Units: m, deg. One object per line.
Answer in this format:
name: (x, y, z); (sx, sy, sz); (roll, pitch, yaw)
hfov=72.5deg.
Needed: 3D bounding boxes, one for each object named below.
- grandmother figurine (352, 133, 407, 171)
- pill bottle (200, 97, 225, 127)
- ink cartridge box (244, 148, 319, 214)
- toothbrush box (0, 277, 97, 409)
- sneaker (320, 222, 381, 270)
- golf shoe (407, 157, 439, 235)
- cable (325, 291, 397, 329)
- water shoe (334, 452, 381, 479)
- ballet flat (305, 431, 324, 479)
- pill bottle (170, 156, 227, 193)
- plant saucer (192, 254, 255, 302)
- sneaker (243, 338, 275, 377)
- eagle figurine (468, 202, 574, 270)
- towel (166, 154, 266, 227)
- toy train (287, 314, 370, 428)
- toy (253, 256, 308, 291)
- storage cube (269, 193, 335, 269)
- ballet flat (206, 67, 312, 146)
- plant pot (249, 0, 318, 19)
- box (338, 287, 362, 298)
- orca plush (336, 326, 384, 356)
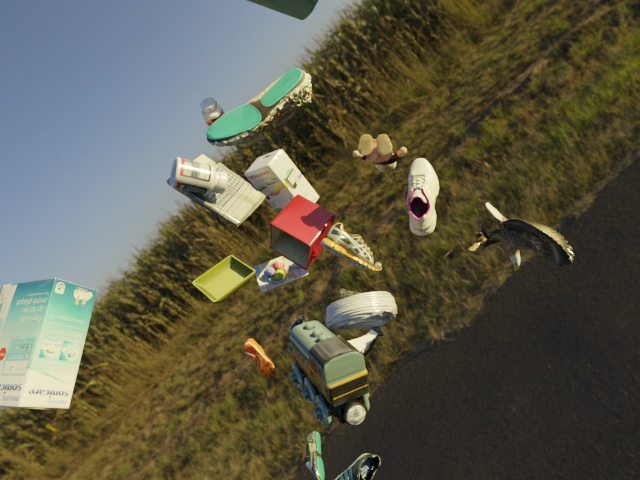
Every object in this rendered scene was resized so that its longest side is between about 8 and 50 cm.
grandmother figurine: (0.229, -0.328, 1.689); (0.342, 0.208, 0.104); (6, -83, -71)
pill bottle: (-0.430, -0.501, 1.778); (0.086, 0.086, 0.152); (-54, -28, -22)
ink cartridge box: (-0.173, -0.245, 1.933); (0.201, 0.278, 0.117); (-7, 40, 49)
toothbrush box: (-0.706, 0.257, 1.075); (0.216, 0.126, 0.295); (-7, 67, 24)
sneaker: (0.104, 0.026, 1.281); (0.084, 0.215, 0.083); (0, 62, 59)
golf shoe: (0.371, -0.177, 1.592); (0.115, 0.140, 0.306); (-5, 70, 19)
cable: (0.141, 0.253, 1.536); (0.257, 0.089, 0.257); (-11, -20, 9)
water shoe: (0.095, 0.696, 1.262); (0.203, 0.073, 0.080); (-39, -11, -35)
ballet flat: (-0.025, 0.814, 1.632); (0.070, 0.070, 0.188); (-44, 28, 23)
pill bottle: (-0.429, -0.222, 1.544); (0.108, 0.180, 0.107); (-29, 56, 54)
plant saucer: (-0.356, 0.152, 1.630); (0.188, 0.045, 0.188); (-37, 39, -24)
sneaker: (-0.222, 0.445, 1.658); (0.064, 0.175, 0.067); (-31, 8, 12)
eagle figurine: (0.682, 0.000, 1.468); (0.298, 0.225, 0.226); (-2, 46, 34)
towel: (-0.389, -0.207, 1.711); (0.056, 0.312, 0.324); (-55, 4, 29)
toy train: (0.010, 0.306, 1.067); (0.142, 0.190, 0.334); (-14, 15, -19)
toy: (-0.192, 0.137, 2.073); (0.237, 0.136, 0.056); (-19, -24, -8)
storage cube: (-0.072, -0.033, 1.767); (0.193, 0.215, 0.183); (-52, -16, -32)
ballet flat: (-0.112, -0.248, 0.876); (0.241, 0.077, 0.091); (-34, 57, 0)
plant pot: (-0.167, -0.994, 1.577); (0.341, 0.334, 0.341); (-34, 50, 54)
box: (0.109, 0.197, 1.577); (0.067, 0.083, 0.018); (-38, -40, -78)
orca plush: (0.120, 0.445, 1.761); (0.287, 0.151, 0.102); (-43, -25, -23)
